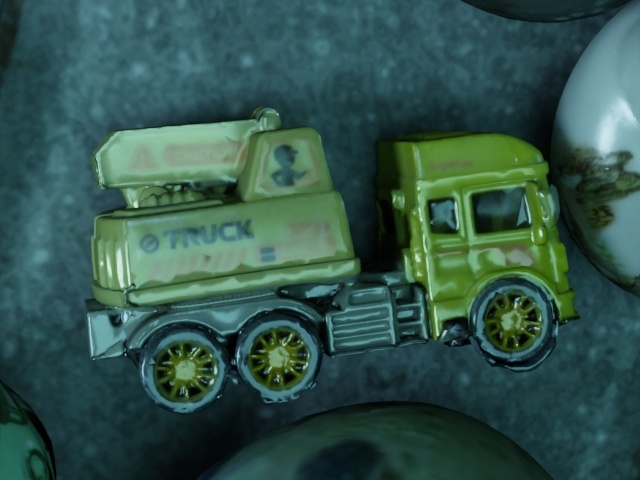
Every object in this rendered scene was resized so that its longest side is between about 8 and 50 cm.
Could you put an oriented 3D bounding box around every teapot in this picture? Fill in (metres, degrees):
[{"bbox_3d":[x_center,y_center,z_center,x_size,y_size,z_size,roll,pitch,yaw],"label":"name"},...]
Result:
[{"bbox_3d":[0.245,-0.048,0.828,0.204,0.139,0.298,-47,118,-1],"label":"teapot"}]

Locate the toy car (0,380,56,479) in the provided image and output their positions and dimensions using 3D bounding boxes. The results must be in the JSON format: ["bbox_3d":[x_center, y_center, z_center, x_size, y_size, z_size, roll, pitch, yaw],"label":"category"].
[{"bbox_3d":[-0.214,0.220,0.785,0.125,0.136,0.306,20,98,-34],"label":"toy car"}]

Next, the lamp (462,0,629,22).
[{"bbox_3d":[0.151,-0.263,0.726,0.182,0.182,0.314,27,95,-20],"label":"lamp"}]

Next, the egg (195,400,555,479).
[{"bbox_3d":[0.008,0.297,0.754,0.345,0.345,0.428,9,90,-18],"label":"egg"}]

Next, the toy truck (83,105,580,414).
[{"bbox_3d":[0.000,0.000,0.790,0.272,0.124,0.157,-7,96,-10],"label":"toy truck"}]
